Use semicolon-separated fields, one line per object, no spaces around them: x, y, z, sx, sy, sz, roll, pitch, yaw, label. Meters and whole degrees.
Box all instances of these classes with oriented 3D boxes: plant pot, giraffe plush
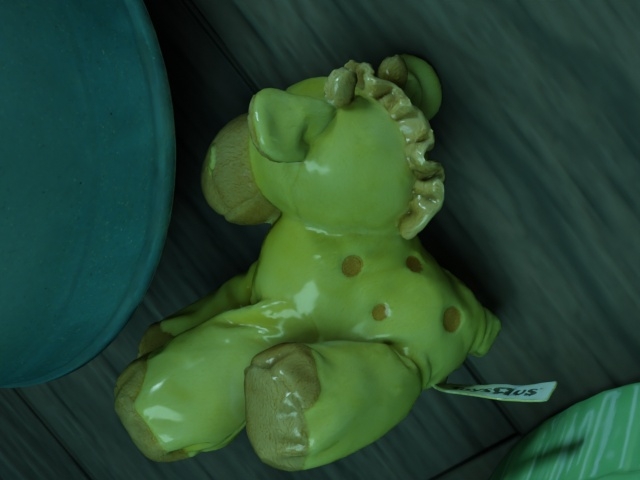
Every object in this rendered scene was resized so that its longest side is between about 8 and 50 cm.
-0.251;-0.037;0.654;0.272;0.255;0.271;8;104;35;plant pot
0.000;0.000;0.706;0.210;0.181;0.170;-7;104;10;giraffe plush

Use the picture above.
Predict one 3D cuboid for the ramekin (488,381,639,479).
0.197;0.219;0.744;0.303;0.148;0.303;6;115;14;ramekin
